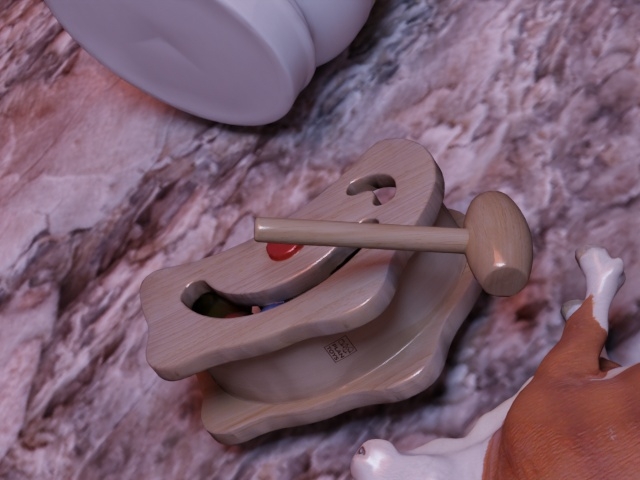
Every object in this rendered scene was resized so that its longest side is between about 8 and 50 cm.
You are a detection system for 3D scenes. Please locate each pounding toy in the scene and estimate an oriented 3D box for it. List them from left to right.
[{"bbox_3d":[0.000,0.000,0.869,0.269,0.155,0.154,-18,37,25],"label":"pounding toy"}]

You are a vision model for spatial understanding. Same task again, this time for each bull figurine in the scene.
[{"bbox_3d":[0.170,0.092,0.744,0.310,0.101,0.188,-5,53,29],"label":"bull figurine"}]

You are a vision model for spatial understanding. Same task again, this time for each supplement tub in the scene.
[{"bbox_3d":[-0.038,-0.270,1.051,0.235,0.235,0.325,11,64,37],"label":"supplement tub"}]
